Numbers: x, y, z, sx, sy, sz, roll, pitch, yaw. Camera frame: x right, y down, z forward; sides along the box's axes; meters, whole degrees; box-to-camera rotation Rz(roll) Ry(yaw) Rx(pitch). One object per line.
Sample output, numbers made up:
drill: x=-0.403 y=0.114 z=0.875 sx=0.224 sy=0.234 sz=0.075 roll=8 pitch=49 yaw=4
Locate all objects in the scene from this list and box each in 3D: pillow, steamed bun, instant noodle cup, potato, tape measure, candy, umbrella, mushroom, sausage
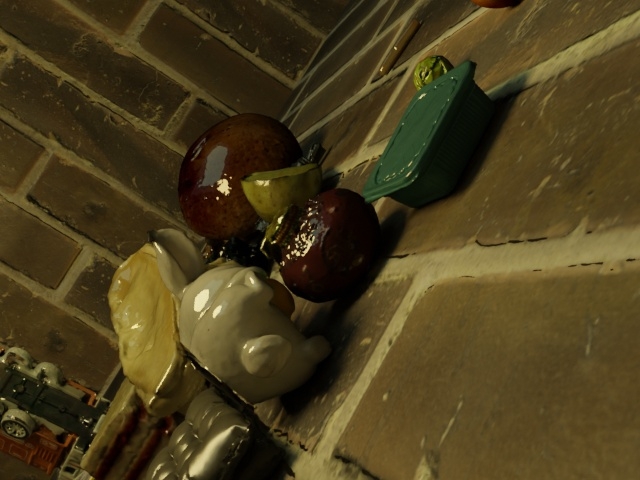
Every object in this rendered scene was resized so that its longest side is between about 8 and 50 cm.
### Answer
pillow: x=-0.159 y=0.306 z=1.115 sx=0.228 sy=0.101 sz=0.326 roll=-55 pitch=12 yaw=-9
steamed bun: x=-0.225 y=0.129 z=1.574 sx=0.247 sy=0.189 sz=0.428 roll=-60 pitch=31 yaw=10
instant noodle cup: x=0.136 y=-0.115 z=1.078 sx=0.179 sy=0.070 sz=0.157 roll=-60 pitch=13 yaw=-16
potato: x=-0.071 y=-0.085 z=1.757 sx=0.271 sy=0.160 sz=0.111 roll=-138 pitch=39 yaw=-81
tape measure: x=-0.190 y=0.085 z=1.821 sx=0.199 sy=0.112 sz=0.186 roll=-53 pitch=10 yaw=15
candy: x=0.143 y=-0.182 z=1.315 sx=0.062 sy=0.058 sz=0.194 roll=13 pitch=78 yaw=45
umbrella: x=-0.066 y=-0.114 z=1.965 sx=0.236 sy=0.059 sz=0.066 roll=-59 pitch=36 yaw=-2
mushroom: x=-0.184 y=-0.107 z=2.134 sx=0.334 sy=0.356 sz=0.331 roll=-14 pitch=23 yaw=14
candy: x=-0.308 y=0.308 z=1.645 sx=0.179 sy=0.135 sz=0.321 roll=-53 pitch=10 yaw=19
sausage: x=0.163 y=-0.401 z=1.870 sx=0.132 sy=0.024 sz=0.024 roll=-54 pitch=12 yaw=11

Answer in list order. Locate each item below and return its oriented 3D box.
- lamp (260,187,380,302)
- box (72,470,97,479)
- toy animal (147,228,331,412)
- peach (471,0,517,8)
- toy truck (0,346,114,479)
lamp: x=0.001 y=0.001 z=1.162 sx=0.157 sy=0.135 sz=0.156 roll=-55 pitch=12 yaw=-1
box: x=-0.433 y=0.515 z=1.689 sx=0.265 sy=0.097 sz=0.168 roll=-44 pitch=17 yaw=50
toy animal: x=-0.118 y=0.101 z=1.164 sx=0.154 sy=0.208 sz=0.325 roll=-47 pitch=47 yaw=-11
peach: x=0.244 y=-0.374 z=1.254 sx=0.101 sy=0.100 sz=0.101 roll=-54 pitch=12 yaw=16
toy truck: x=-0.596 y=0.407 z=1.970 sx=0.207 sy=0.387 sz=0.173 roll=-57 pitch=8 yaw=40
